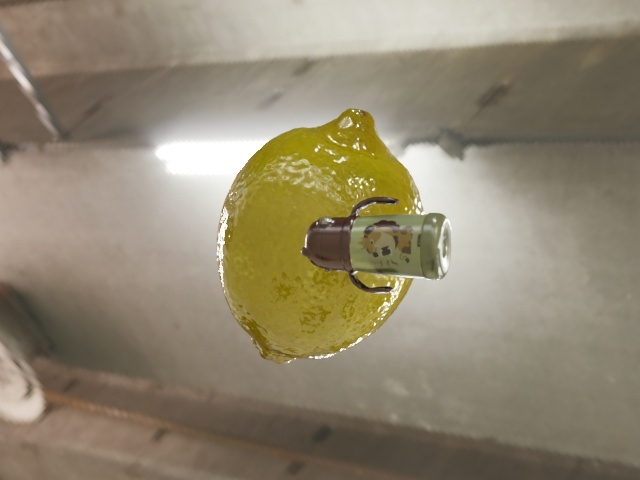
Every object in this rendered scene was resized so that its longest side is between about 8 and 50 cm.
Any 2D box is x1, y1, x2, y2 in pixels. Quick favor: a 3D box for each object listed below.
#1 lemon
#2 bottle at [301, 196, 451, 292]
[{"bbox_3d":[0.000,0.000,1.238,0.187,0.244,0.187,22,6,-2],"label":"lemon"},{"bbox_3d":[0.037,0.005,0.953,0.101,0.063,0.047,2,-30,17],"label":"bottle"}]
